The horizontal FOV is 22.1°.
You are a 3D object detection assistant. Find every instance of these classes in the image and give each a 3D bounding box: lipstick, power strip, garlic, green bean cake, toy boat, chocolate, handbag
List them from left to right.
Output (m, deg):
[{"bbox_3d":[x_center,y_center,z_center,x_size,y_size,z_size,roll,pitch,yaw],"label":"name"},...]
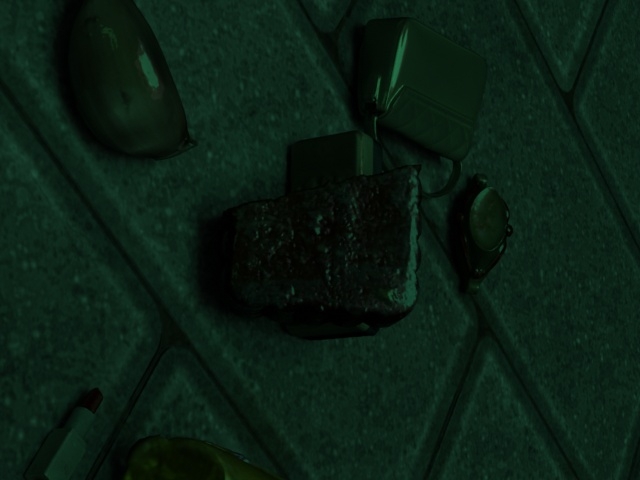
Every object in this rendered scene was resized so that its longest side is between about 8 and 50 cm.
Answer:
[{"bbox_3d":[-0.245,0.191,1.615,0.030,0.030,0.129,58,40,-30],"label":"lipstick"},{"bbox_3d":[-0.209,-0.204,1.713,0.129,0.148,0.266,-16,103,-20],"label":"garlic"},{"bbox_3d":[-0.052,0.337,1.788,0.445,0.162,0.162,35,55,-53],"label":"chocolate"},{"bbox_3d":[0.000,0.000,1.868,0.097,0.233,0.198,123,-33,-74],"label":"green bean cake"},{"bbox_3d":[0.016,-0.011,1.981,0.070,0.105,0.256,30,57,-56],"label":"power strip"},{"bbox_3d":[0.132,-0.174,2.228,0.256,0.079,0.219,20,77,-53],"label":"handbag"},{"bbox_3d":[0.228,-0.018,2.332,0.089,0.071,0.185,11,68,-10],"label":"toy boat"}]
